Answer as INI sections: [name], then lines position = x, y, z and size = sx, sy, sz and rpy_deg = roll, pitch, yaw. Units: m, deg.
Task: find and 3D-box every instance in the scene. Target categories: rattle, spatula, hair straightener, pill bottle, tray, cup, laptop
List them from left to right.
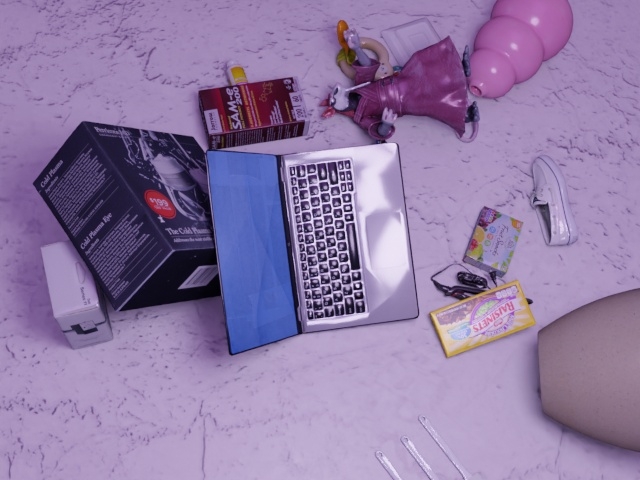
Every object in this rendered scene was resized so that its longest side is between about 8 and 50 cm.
[pill bottle]
position = -0.201, -0.394, 1.885
size = 0.043, 0.043, 0.083
rpy_deg = -15, 69, -14
[laptop]
position = 0.000, 0.000, 1.551
size = 0.407, 0.236, 0.382
rpy_deg = -7, 90, -6
[rattle]
position = 0.140, -0.455, 1.904
size = 0.199, 0.143, 0.130
rpy_deg = 33, 54, 17
[tray]
position = 0.275, -0.456, 1.987
size = 0.145, 0.030, 0.270
rpy_deg = -21, 70, -15
[spatula]
position = 0.229, 0.480, 1.552
size = 0.168, 0.019, 0.242
rpy_deg = -33, 74, -19
[hair straightener]
position = 0.359, 0.106, 1.729
size = 0.230, 0.047, 0.089
rpy_deg = 17, 75, 7
[cup]
position = 0.562, 0.262, 1.565
size = 0.236, 0.331, 0.331
rpy_deg = -5, 63, 17

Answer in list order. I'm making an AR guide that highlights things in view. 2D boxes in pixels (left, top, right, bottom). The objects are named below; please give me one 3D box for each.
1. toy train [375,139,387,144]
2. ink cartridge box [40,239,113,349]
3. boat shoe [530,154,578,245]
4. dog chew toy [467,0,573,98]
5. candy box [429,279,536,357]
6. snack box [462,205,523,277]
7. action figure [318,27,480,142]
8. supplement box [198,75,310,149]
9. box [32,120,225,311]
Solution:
[toy train]
position = 0.129, -0.175, 1.839
size = 0.036, 0.027, 0.158
rpy_deg = 10, 64, 9
[ink cartridge box]
position = -0.473, 0.106, 1.524
size = 0.086, 0.208, 0.153
rpy_deg = -14, 68, -13
[boat shoe]
position = 0.531, -0.095, 1.823
size = 0.075, 0.083, 0.226
rpy_deg = -10, 68, -13
[dog chew toy]
position = 0.480, -0.486, 1.942
size = 0.206, 0.207, 0.332
rpy_deg = 36, 74, 9
[candy box]
position = 0.348, 0.168, 1.676
size = 0.205, 0.027, 0.105
rpy_deg = -21, 82, -2
[snack box]
position = 0.395, 0.003, 1.785
size = 0.100, 0.037, 0.141
rpy_deg = 24, 64, 2
[action figure]
position = 0.177, -0.351, 1.852
size = 0.369, 0.275, 0.248
rpy_deg = -9, 75, 14
[supplement box]
position = -0.157, -0.299, 1.831
size = 0.239, 0.073, 0.130
rpy_deg = -11, 68, -12
[box]
position = -0.318, -0.050, 1.533
size = 0.179, 0.343, 0.313
rpy_deg = -45, 73, 21
